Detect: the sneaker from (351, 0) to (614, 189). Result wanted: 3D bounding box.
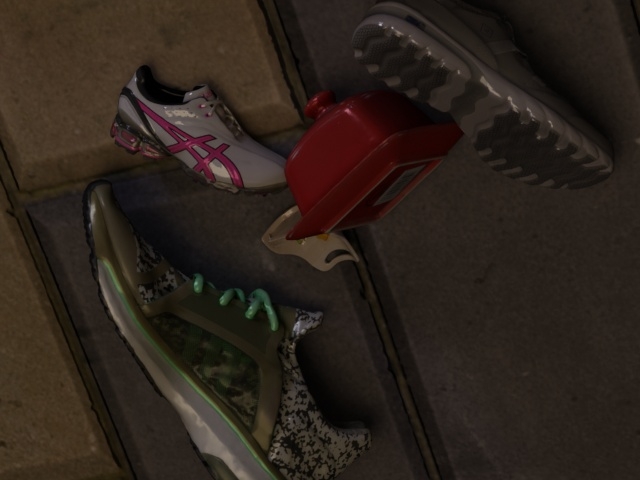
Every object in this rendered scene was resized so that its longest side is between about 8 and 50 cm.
[{"bbox_3d":[0.164,-0.149,1.682,0.281,0.115,0.105,36,148,-22],"label":"sneaker"}]

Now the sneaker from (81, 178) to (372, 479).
[{"bbox_3d":[-0.092,0.096,1.878,0.182,0.158,0.410,-33,101,-5],"label":"sneaker"}]

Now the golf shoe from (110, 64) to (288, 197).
[{"bbox_3d":[-0.110,-0.103,1.802,0.186,0.067,0.086,23,117,6],"label":"golf shoe"}]

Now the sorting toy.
[{"bbox_3d":[0.000,0.000,1.834,0.083,0.045,0.075,-17,124,42],"label":"sorting toy"}]

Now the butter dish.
[{"bbox_3d":[0.029,-0.088,1.740,0.160,0.160,0.118,-44,73,29],"label":"butter dish"}]
